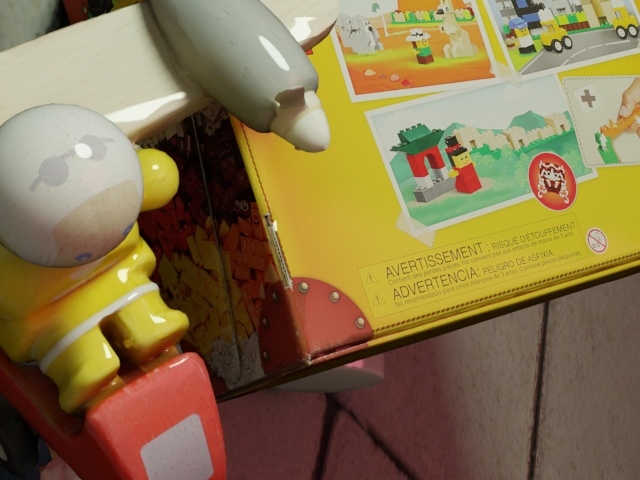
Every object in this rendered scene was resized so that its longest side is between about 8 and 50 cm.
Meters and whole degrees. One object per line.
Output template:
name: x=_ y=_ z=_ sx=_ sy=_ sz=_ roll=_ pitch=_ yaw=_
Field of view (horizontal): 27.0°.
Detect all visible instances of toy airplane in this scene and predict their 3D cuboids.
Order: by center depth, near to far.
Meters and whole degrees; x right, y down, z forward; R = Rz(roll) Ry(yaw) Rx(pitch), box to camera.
toy airplane: x=-0.183 y=-0.045 z=0.776 sx=0.384 sy=0.272 sz=0.386 roll=19 pitch=77 yaw=-23

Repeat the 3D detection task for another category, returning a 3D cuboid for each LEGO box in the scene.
LEGO box: x=0.086 y=-0.110 z=1.137 sx=0.500 sy=0.193 sz=0.372 roll=-13 pitch=81 yaw=-33

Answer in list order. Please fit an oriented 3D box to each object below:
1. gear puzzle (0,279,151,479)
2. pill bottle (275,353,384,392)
gear puzzle: x=-0.176 y=0.064 z=1.031 sx=0.339 sy=0.044 sz=0.175 roll=-43 pitch=117 yaw=-57
pill bottle: x=0.000 y=0.000 z=1.259 sx=0.152 sy=0.152 sz=0.272 roll=27 pitch=57 yaw=-55
